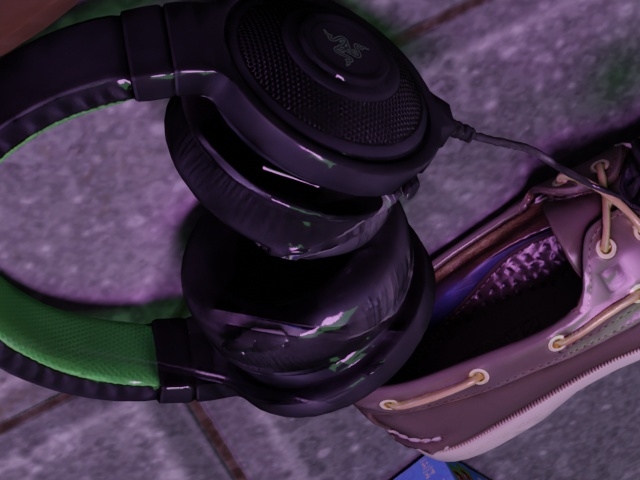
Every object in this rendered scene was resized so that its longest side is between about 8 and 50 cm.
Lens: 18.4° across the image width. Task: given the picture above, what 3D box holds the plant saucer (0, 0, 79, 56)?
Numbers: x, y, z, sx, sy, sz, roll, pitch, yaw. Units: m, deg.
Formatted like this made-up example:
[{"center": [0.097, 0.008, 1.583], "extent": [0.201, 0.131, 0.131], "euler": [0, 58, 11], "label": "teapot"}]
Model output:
[{"center": [-0.187, -0.103, 0.785], "extent": [0.278, 0.041, 0.278], "euler": [-25, 170, -5], "label": "plant saucer"}]

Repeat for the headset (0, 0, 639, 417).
[{"center": [0.000, 0.000, 0.990], "extent": [0.394, 0.185, 0.243], "euler": [-8, 138, -6], "label": "headset"}]

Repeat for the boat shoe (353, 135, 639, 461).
[{"center": [0.153, 0.012, 1.148], "extent": [0.324, 0.116, 0.097], "euler": [-36, 143, 18], "label": "boat shoe"}]

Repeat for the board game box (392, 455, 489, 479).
[{"center": [0.082, 0.238, 1.403], "extent": [0.160, 0.039, 0.211], "euler": [-39, 138, 13], "label": "board game box"}]
